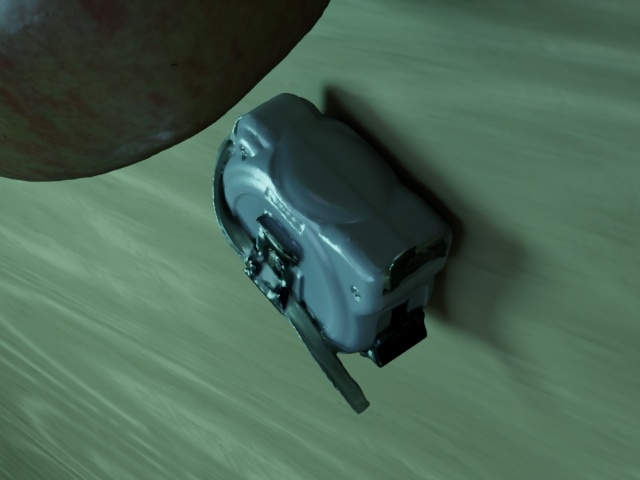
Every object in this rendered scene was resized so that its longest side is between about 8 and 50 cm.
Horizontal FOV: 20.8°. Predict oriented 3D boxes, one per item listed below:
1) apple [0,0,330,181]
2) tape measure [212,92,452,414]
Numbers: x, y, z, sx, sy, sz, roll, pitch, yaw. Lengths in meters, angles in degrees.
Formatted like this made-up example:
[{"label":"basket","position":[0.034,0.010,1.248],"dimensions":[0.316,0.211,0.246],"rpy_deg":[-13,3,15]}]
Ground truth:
[{"label":"apple","position":[-0.138,-0.175,1.004],"dimensions":[0.345,0.345,0.269],"rpy_deg":[-14,97,67]},{"label":"tape measure","position":[0.002,0.004,1.243],"dimensions":[0.196,0.105,0.178],"rpy_deg":[43,155,30]}]
